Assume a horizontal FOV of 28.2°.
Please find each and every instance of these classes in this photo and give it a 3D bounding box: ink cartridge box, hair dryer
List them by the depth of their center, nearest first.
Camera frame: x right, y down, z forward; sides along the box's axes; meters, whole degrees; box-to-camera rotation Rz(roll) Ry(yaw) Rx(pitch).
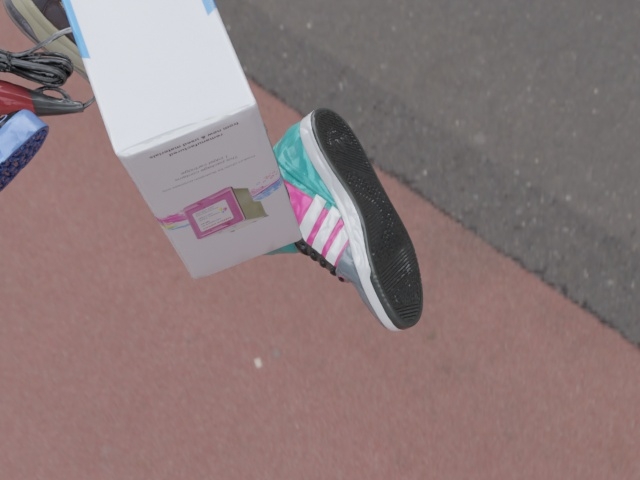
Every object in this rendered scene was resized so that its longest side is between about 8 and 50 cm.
[{"bbox_3d":[-0.052,-0.050,0.486,0.052,0.122,0.088,-21,68,-3],"label":"ink cartridge box"},{"bbox_3d":[-0.355,-0.138,1.195,0.293,0.223,0.080,-47,18,-2],"label":"hair dryer"}]

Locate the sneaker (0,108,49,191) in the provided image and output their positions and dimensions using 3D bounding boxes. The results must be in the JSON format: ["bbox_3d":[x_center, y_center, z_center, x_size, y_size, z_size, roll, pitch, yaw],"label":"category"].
[{"bbox_3d":[-0.356,-0.053,1.144,0.232,0.081,0.090,-41,88,-5],"label":"sneaker"}]

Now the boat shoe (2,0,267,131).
[{"bbox_3d":[-0.189,-0.213,1.444,0.130,0.355,0.132,-38,29,31],"label":"boat shoe"}]

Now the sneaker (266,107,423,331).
[{"bbox_3d":[0.000,0.000,1.622,0.178,0.124,0.295,-28,83,37],"label":"sneaker"}]
